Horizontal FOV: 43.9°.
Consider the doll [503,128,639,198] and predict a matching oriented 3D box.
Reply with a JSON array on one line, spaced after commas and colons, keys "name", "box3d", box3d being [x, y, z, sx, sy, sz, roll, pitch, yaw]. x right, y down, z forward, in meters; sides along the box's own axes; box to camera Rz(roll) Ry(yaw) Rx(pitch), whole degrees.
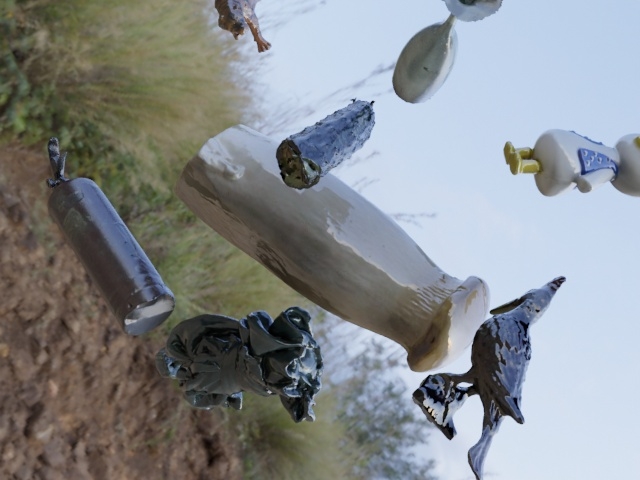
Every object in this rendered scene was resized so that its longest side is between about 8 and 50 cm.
[{"name": "doll", "box3d": [0.421, -0.113, 1.175, 0.138, 0.293, 0.119, -91, -173, -54]}]

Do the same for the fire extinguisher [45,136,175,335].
[{"name": "fire extinguisher", "box3d": [-0.275, -0.010, 0.988, 0.267, 0.072, 0.089, 51, -36, 24]}]

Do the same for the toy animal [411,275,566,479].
[{"name": "toy animal", "box3d": [0.150, 0.102, 0.669, 0.105, 0.202, 0.070, 14, -36, 47]}]

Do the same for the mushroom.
[{"name": "mushroom", "box3d": [-0.001, -0.007, 0.887, 0.407, 0.137, 0.154, 31, -37, 15]}]

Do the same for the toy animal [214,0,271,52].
[{"name": "toy animal", "box3d": [-0.083, -0.424, 1.250, 0.114, 0.255, 0.116, 33, -6, 18]}]

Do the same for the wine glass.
[{"name": "wine glass", "box3d": [0.115, -0.197, 0.781, 0.066, 0.066, 0.198, 53, -14, 5]}]

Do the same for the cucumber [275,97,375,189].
[{"name": "cucumber", "box3d": [0.012, -0.096, 0.747, 0.053, 0.181, 0.053, 14, -58, 24]}]

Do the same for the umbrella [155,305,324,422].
[{"name": "umbrella", "box3d": [-0.127, 0.165, 1.048, 0.349, 0.094, 0.143, -9, -91, 49]}]
